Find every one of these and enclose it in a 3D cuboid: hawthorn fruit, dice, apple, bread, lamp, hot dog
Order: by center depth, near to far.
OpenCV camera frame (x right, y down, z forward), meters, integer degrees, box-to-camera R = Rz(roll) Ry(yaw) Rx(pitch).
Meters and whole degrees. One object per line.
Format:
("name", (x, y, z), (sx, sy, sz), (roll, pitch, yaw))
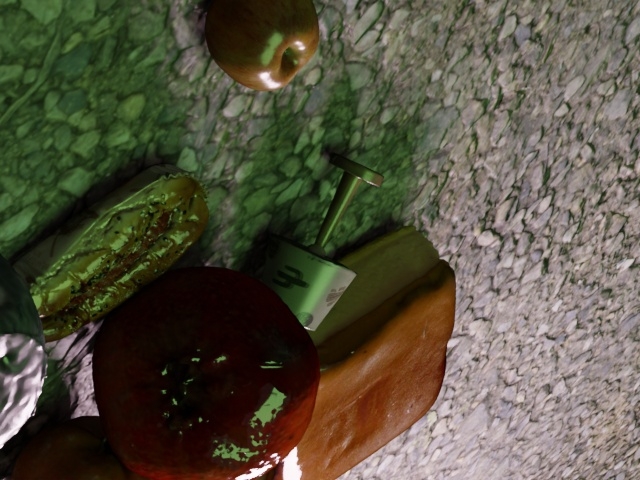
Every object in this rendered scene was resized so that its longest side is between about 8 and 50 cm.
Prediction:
("dice", (-0.387, 0.106, 1.548), (0.182, 0.183, 0.181), (-17, 138, -40))
("apple", (-0.059, -0.223, 1.678), (0.126, 0.102, 0.126), (-33, 145, -27))
("hot dog", (-0.232, 0.016, 1.747), (0.268, 0.075, 0.144), (-41, 148, -15))
("hawthorn fruit", (-0.129, 0.154, 1.865), (0.265, 0.265, 0.307), (-55, 177, 10))
("hawthorn fruit", (-0.290, 0.326, 1.907), (0.196, 0.196, 0.225), (2, 129, -52))
("lamp", (0.000, 0.000, 1.984), (0.121, 0.121, 0.215), (20, 97, -57))
("bread", (0.025, 0.179, 2.181), (0.333, 0.143, 0.324), (-30, 145, -29))
